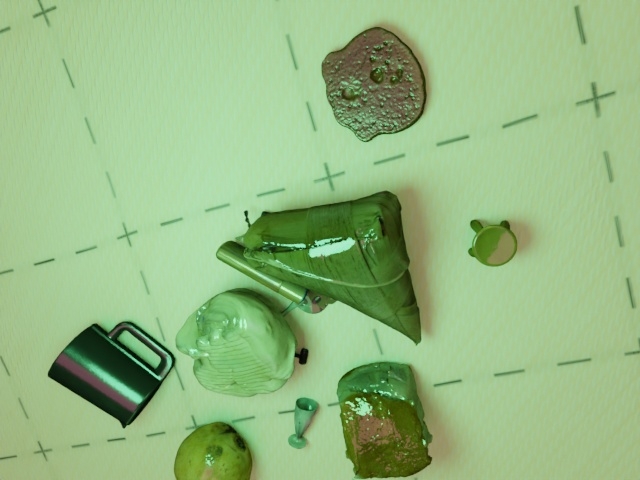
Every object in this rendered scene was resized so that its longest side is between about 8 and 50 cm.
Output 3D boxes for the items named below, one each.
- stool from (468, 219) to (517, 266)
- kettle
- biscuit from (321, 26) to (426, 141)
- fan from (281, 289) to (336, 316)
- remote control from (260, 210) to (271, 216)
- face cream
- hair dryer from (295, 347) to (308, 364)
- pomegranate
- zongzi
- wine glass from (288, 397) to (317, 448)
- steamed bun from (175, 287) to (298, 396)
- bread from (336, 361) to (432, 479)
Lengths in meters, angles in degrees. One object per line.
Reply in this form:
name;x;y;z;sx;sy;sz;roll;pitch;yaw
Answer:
stool;0.454;0.003;1.164;0.134;0.110;0.135;45;108;0
kettle;-0.688;0.433;1.473;0.308;0.262;0.203;35;142;-2
biscuit;0.144;-0.407;1.161;0.257;0.049;0.273;-24;96;18
fan;-0.062;0.183;1.360;0.226;0.008;0.152;-40;92;16
remote control;0.000;0.000;1.288;0.377;0.044;0.107;12;109;9
face cream;-0.162;0.093;1.287;0.285;0.139;0.067;28;96;6
hair dryer;-0.081;0.364;1.401;0.083;0.026;0.047;14;103;15
pomegranate;-0.347;0.732;1.426;0.260;0.260;0.261;2;103;11
zongzi;0.005;0.129;1.202;0.499;0.218;0.467;-7;113;19
wine glass;-0.058;0.596;1.425;0.073;0.073;0.155;13;108;8
steamed bun;-0.236;0.287;1.303;0.339;0.247;0.352;-20;123;26
bread;0.184;0.510;1.277;0.250;0.225;0.279;-13;89;8
